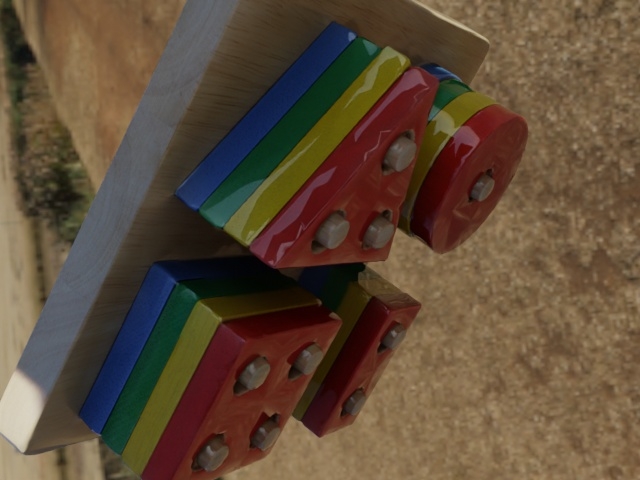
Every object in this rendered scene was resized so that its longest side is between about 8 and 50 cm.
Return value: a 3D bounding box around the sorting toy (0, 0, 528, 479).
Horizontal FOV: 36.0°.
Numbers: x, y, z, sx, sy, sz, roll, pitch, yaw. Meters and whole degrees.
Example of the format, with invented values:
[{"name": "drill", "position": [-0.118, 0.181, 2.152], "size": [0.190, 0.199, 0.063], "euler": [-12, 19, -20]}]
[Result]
[{"name": "sorting toy", "position": [0.000, 0.000, 0.511], "size": [0.089, 0.257, 0.255], "euler": [36, 107, 24]}]
